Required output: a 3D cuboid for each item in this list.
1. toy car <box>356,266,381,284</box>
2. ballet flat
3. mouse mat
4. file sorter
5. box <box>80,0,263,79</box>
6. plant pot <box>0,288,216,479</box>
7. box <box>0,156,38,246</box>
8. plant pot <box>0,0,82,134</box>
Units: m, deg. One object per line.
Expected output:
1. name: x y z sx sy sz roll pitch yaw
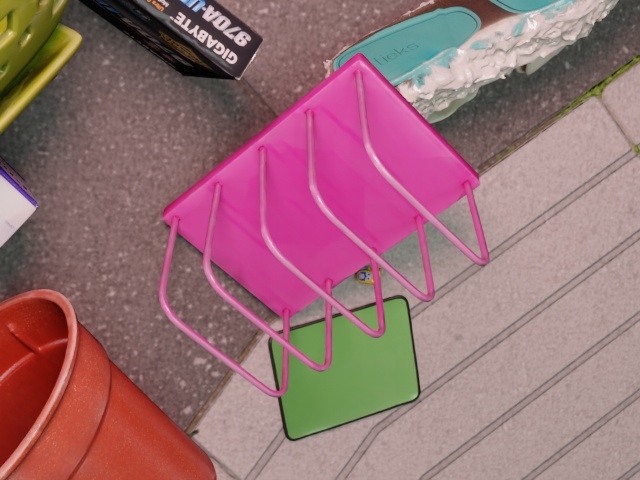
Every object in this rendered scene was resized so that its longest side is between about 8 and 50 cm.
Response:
1. toy car: 0.048 -0.001 1.242 0.041 0.060 0.122 2 100 11
2. ballet flat: 0.185 -0.230 1.203 0.409 0.147 0.147 -27 114 -9
3. mouse mat: 0.033 0.159 1.309 0.190 0.007 0.152 -16 111 -18
4. file sorter: 0.000 0.000 1.088 0.291 0.182 0.202 -36 119 23
5. box: -0.179 -0.238 1.010 0.220 0.175 0.051 35 84 -27
6. plant pot: -0.263 0.235 1.087 0.272 0.272 0.265 -46 124 -3
7. box: -0.348 -0.064 1.017 0.072 0.137 0.126 -45 116 -5
8. plant pot: -0.338 -0.193 0.863 0.228 0.207 0.227 26 59 13
